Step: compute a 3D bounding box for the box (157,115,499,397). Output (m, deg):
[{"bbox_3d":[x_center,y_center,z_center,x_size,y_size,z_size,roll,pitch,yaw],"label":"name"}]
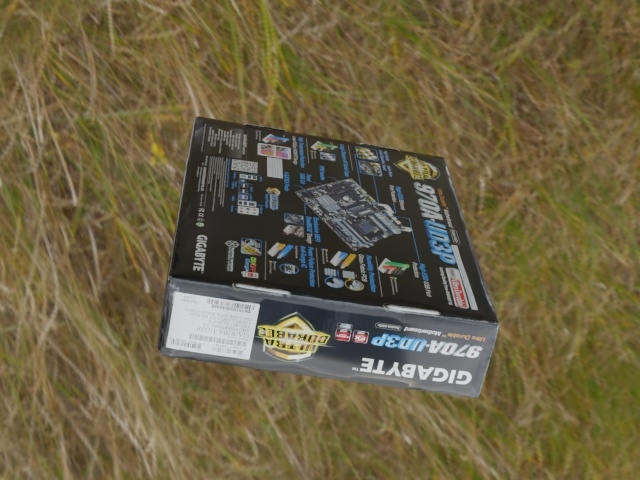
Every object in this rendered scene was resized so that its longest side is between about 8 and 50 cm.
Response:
[{"bbox_3d":[0.000,0.000,0.667,0.175,0.220,0.051,8,118,-7],"label":"box"}]
